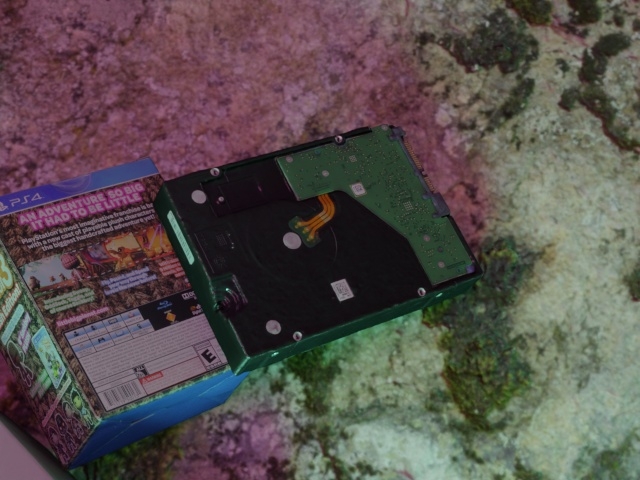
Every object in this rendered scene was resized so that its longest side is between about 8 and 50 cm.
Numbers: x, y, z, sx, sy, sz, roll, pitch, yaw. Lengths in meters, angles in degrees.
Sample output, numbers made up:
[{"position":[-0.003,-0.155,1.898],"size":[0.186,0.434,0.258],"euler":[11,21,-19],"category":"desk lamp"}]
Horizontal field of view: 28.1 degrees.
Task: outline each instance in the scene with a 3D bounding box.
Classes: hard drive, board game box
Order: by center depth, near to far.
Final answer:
[{"position":[-0.247,0.078,1.482],"size":[0.232,0.141,0.291],"euler":[-18,69,-38],"category":"board game box"},{"position":[0.000,0.000,1.515],"size":[0.339,0.064,0.237],"euler":[-19,71,-29],"category":"hard drive"}]

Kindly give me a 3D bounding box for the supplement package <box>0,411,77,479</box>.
[{"position":[-0.329,0.331,1.385],"size":[0.175,0.177,0.293],"euler":[-47,48,-11],"category":"supplement package"}]
